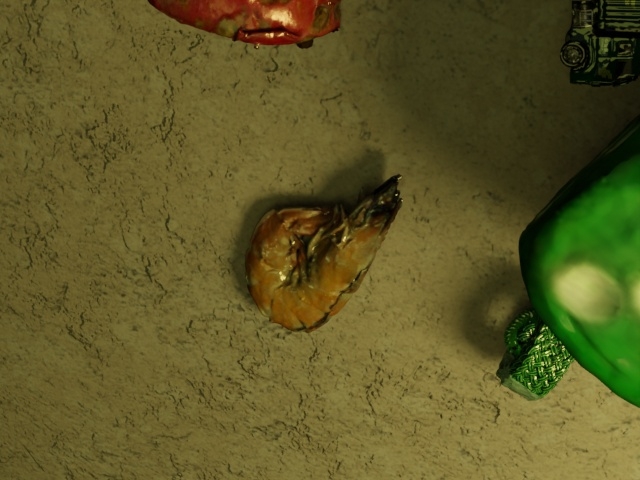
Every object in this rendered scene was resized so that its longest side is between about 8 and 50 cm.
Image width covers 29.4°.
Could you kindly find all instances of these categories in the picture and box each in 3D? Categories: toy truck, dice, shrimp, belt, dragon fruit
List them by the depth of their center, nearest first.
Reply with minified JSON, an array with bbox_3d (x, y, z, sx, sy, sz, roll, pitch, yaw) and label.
[{"bbox_3d":[0.418,-0.004,1.316,0.297,0.287,0.300,44,133,3],"label":"dice"},{"bbox_3d":[0.326,-0.300,1.339,0.121,0.088,0.259,4,117,18],"label":"toy truck"},{"bbox_3d":[-0.103,-0.351,1.446,0.262,0.134,0.211,16,118,12],"label":"dragon fruit"},{"bbox_3d":[0.275,0.136,1.568,0.079,0.121,0.151,28,141,1],"label":"belt"},{"bbox_3d":[0.000,0.000,1.636,0.164,0.062,0.317,40,125,0],"label":"shrimp"}]
